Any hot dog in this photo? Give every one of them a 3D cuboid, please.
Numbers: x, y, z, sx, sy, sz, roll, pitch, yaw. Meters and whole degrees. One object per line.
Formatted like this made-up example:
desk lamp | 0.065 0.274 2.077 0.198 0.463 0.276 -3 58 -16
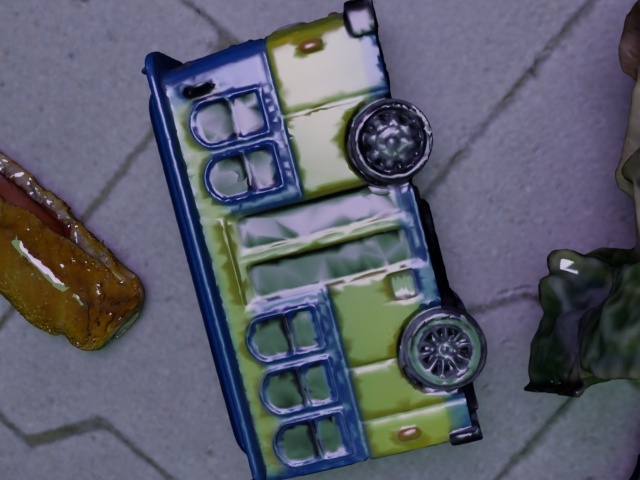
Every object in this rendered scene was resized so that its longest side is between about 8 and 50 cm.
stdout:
hot dog | -0.253 -0.026 0.707 0.289 0.068 0.083 39 104 0

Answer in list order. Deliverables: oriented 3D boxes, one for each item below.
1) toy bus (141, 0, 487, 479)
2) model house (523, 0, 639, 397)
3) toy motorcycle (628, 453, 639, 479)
toy bus | 0.000 0.000 0.652 0.175 0.138 0.288 -14 94 5
model house | 0.246 -0.049 0.555 0.261 0.321 0.266 -2 83 2
toy motorcycle | 0.212 0.219 0.670 0.135 0.092 0.254 38 93 18
